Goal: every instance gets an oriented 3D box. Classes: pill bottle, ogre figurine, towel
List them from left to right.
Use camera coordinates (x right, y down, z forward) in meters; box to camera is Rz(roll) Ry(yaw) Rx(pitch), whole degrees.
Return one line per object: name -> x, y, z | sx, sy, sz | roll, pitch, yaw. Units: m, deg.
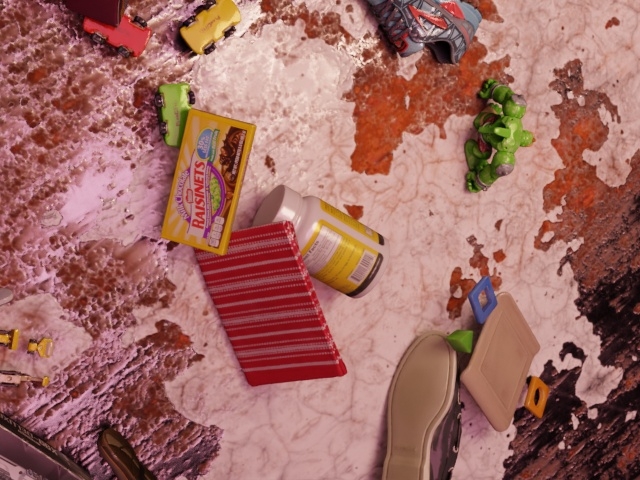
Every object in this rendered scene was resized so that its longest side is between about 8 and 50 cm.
towel -> -0.081, 0.107, 1.356 | 0.031, 0.198, 0.275 | -40, 114, -55
pill bottle -> 0.000, 0.000, 1.393 | 0.208, 0.119, 0.119 | 30, 85, -21
ogre figurine -> 0.307, -0.181, 1.488 | 0.097, 0.118, 0.197 | 30, 86, -21

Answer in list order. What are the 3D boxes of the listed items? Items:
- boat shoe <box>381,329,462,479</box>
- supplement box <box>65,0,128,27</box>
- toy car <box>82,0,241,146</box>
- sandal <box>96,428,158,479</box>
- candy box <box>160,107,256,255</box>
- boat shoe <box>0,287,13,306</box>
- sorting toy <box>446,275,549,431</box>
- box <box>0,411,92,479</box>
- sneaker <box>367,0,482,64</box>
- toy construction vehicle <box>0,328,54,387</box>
boat shoe -> 0.197, 0.334, 1.514 | 0.113, 0.127, 0.340 | 21, 72, -47
supplement box -> -0.292, -0.415, 1.206 | 0.080, 0.104, 0.188 | 19, 72, -10
toy car -> -0.233, -0.256, 1.308 | 0.239, 0.053, 0.225 | -9, 100, -19
sandal -> -0.297, 0.398, 1.349 | 0.060, 0.090, 0.219 | -31, 108, 2
candy box -> -0.172, -0.088, 1.298 | 0.105, 0.027, 0.206 | 16, 101, 8
boat shoe -> -0.503, 0.102, 1.262 | 0.100, 0.035, 0.035 | -21, 131, -21
sorting toy -> 0.321, 0.220, 1.552 | 0.348, 0.047, 0.196 | 54, 54, -32
box -> -0.531, 0.413, 1.262 | 0.242, 0.076, 0.307 | 43, 81, -20
sneaker -> 0.148, -0.370, 1.413 | 0.261, 0.104, 0.125 | 18, 92, -22
toy construction vehicle -> -0.457, 0.178, 1.289 | 0.098, 0.035, 0.086 | 7, 83, -24
